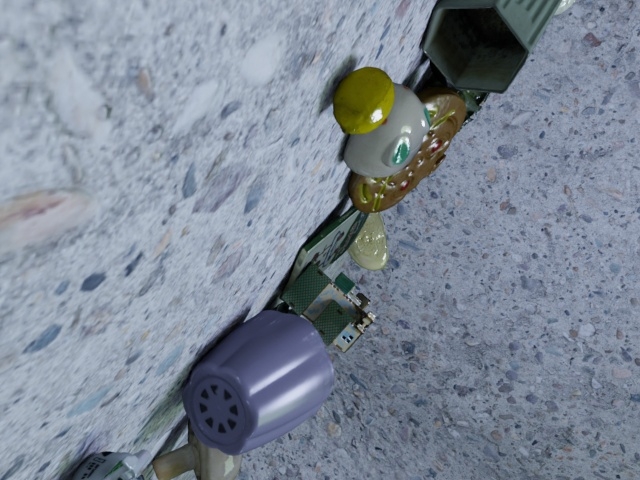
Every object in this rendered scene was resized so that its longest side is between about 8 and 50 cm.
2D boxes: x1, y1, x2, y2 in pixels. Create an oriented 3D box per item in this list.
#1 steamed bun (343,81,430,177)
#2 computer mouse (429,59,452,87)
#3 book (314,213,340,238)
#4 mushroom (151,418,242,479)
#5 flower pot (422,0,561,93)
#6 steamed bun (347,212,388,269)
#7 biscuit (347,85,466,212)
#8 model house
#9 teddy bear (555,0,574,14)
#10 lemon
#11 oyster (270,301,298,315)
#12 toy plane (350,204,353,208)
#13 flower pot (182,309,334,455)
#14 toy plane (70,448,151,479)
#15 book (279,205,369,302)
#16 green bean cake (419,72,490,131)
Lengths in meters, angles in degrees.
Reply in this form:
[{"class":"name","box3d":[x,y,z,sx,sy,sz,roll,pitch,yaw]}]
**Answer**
[{"class":"steamed bun","box3d":[0.140,-0.212,0.902,0.177,0.131,0.228,-52,174,-19]},{"class":"computer mouse","box3d":[0.337,-0.490,1.147,0.264,0.088,0.147,-38,134,-44]},{"class":"book","box3d":[0.000,0.000,1.362,0.181,0.014,0.127,-45,166,-55]},{"class":"mushroom","box3d":[-0.305,0.528,1.098,0.215,0.207,0.207,-11,146,-30]},{"class":"flower pot","box3d":[0.360,-0.459,0.943,0.189,0.239,0.209,-56,-160,-16]},{"class":"steamed bun","box3d":[0.182,0.001,1.797,0.232,0.166,0.273,-31,111,-86]},{"class":"biscuit","box3d":[0.252,-0.230,1.217,0.350,0.070,0.394,-4,137,-46]},{"class":"model house","box3d":[0.011,0.162,1.244,0.178,0.206,0.271,-49,-160,2]},{"class":"teddy bear","box3d":[0.474,-0.713,1.054,0.362,0.375,0.327,32,92,-41]},{"class":"lemon","box3d":[0.063,-0.200,0.623,0.110,0.082,0.082,-58,174,-20]},{"class":"oyster","box3d":[-0.120,0.273,1.305,0.162,0.158,0.351,-23,161,7]},{"class":"toy plane","box3d":[0.092,-0.049,1.596,0.226,0.058,0.226,-55,157,-10]},{"class":"flower pot","box3d":[-0.139,0.306,0.924,0.243,0.265,0.265,-19,144,-61]},{"class":"toy plane","box3d":[-0.296,0.328,0.564,0.174,0.080,0.174,-39,176,-3]},{"class":"book","box3d":[0.030,0.016,1.347,0.371,0.043,0.260,-40,164,-41]},{"class":"green bean cake","box3d":[0.414,-0.456,1.359,0.241,0.132,0.255,-56,-162,8]}]
